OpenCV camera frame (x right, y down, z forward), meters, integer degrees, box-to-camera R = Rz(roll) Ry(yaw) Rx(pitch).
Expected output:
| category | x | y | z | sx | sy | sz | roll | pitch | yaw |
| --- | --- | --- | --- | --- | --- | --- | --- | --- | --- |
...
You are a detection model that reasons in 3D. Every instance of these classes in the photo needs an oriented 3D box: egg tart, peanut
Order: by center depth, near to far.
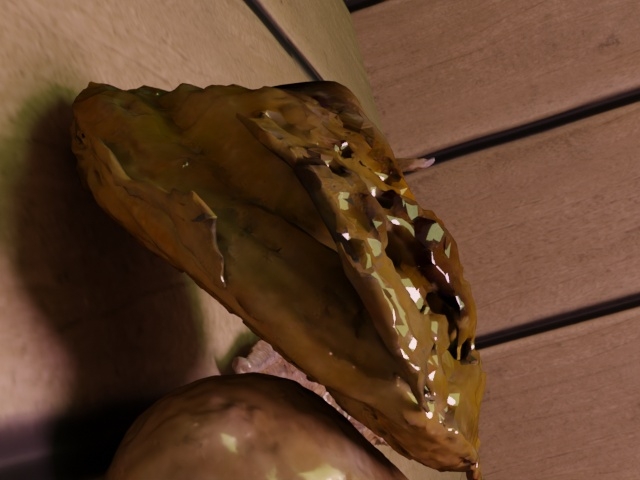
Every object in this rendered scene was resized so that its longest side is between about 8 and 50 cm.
| category | x | y | z | sx | sy | sz | roll | pitch | yaw |
| --- | --- | --- | --- | --- | --- | --- | --- | --- | --- |
| peanut | -0.020 | 0.142 | 0.516 | 0.224 | 0.129 | 0.129 | 52 | 21 | -41 |
| egg tart | 0.000 | 0.000 | 0.551 | 0.297 | 0.132 | 0.297 | 44 | 0 | 0 |

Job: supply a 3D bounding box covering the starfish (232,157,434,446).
| category | x | y | z | sx | sy | sz | roll | pitch | yaw |
| --- | --- | --- | --- | --- | --- | --- | --- | --- | --- |
| starfish | 0.043 | 0.119 | 0.917 | 0.384 | 0.132 | 0.398 | -74 | 160 | -60 |
